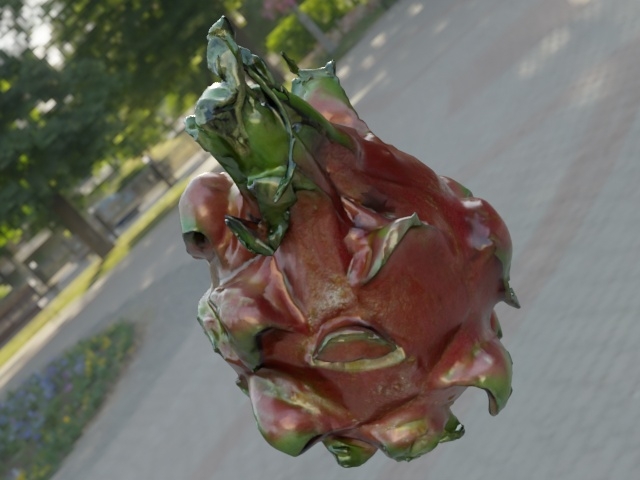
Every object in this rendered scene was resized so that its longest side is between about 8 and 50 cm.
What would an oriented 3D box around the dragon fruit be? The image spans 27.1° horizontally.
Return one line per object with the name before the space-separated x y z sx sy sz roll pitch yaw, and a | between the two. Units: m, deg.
dragon fruit | 0.001 -0.002 0.557 0.135 0.236 0.137 -32 34 1
